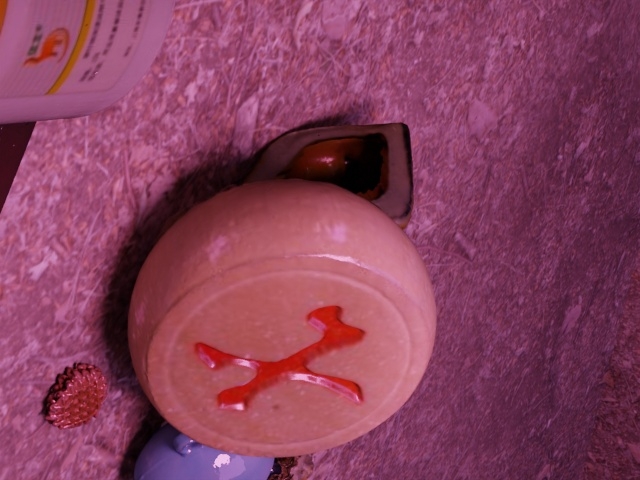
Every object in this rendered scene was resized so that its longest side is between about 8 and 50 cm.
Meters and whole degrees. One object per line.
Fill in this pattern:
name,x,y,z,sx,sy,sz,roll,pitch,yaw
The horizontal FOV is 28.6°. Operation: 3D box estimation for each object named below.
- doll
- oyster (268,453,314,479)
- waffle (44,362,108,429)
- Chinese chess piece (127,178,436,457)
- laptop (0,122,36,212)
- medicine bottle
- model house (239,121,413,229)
doll,-0.139,0.289,1.576,0.177,0.141,0.314,-24,157,-6
oyster,-0.057,0.354,1.856,0.148,0.051,0.103,-52,151,-51
waffle,-0.266,0.171,1.371,0.083,0.029,0.075,24,93,-60
Chinese chess piece,-0.042,0.089,1.381,0.338,0.140,0.338,-5,132,-5
laptop,-0.324,-0.054,1.083,0.154,0.026,0.207,7,109,-63
medicine bottle,-0.252,-0.193,0.850,0.232,0.238,0.238,-16,128,-55
model house,-0.011,-0.003,1.542,0.268,0.173,0.239,-6,139,-22
